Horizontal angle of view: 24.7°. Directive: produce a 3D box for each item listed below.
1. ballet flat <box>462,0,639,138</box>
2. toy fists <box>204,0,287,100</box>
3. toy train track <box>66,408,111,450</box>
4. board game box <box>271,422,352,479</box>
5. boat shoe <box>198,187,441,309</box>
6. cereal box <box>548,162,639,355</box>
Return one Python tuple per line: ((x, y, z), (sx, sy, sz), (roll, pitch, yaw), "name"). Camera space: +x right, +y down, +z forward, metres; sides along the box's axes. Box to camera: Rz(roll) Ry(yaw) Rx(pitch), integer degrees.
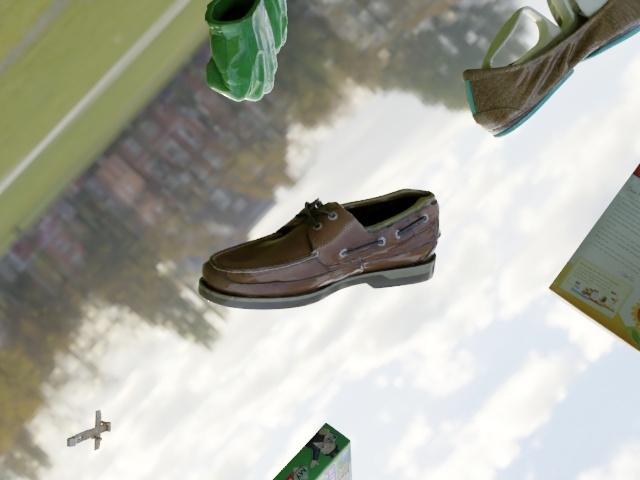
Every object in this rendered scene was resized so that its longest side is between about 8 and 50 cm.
((0.317, -0.272, 1.971), (0.342, 0.124, 0.116), (-37, -170, -21), "ballet flat")
((-0.103, -0.295, 2.010), (0.096, 0.142, 0.279), (-6, -145, 10), "toy fists")
((-0.260, 0.222, 1.667), (0.083, 0.014, 0.048), (-15, 110, -63), "toy train track")
((-0.039, 0.402, 1.935), (0.213, 0.046, 0.317), (-45, 153, -26), "board game box")
((0.000, 0.000, 1.632), (0.307, 0.104, 0.111), (-11, -151, -35), "boat shoe")
((0.457, 0.023, 2.035), (0.240, 0.173, 0.047), (-53, 161, -2), "cereal box")
